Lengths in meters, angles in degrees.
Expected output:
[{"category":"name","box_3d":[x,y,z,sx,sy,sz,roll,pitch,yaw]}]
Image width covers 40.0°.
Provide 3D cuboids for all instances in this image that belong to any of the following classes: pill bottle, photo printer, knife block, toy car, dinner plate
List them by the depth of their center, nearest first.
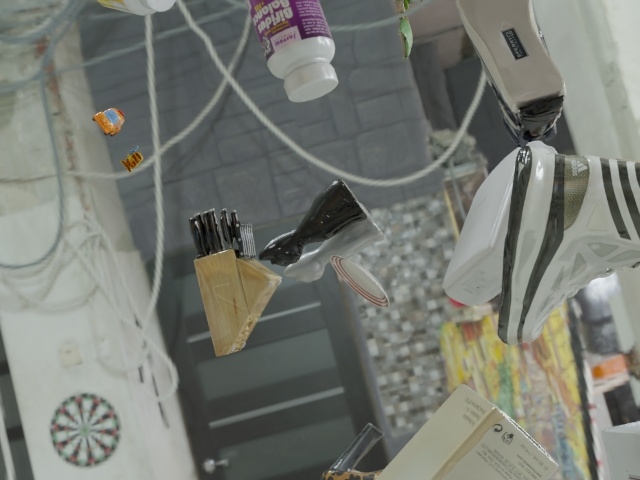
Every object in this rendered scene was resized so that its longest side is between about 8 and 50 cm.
[{"category":"toy car","box_3d":[-0.294,-0.153,1.320,0.040,0.122,0.060,-39,-15,4]},{"category":"dinner plate","box_3d":[0.074,0.071,1.592,0.017,0.141,0.141,-49,3,-14]},{"category":"pill bottle","box_3d":[-0.358,-0.489,1.685,0.184,0.103,0.103,23,22,40]},{"category":"photo printer","box_3d":[0.371,-0.043,1.785,0.107,0.307,0.256,27,-27,-4]},{"category":"knife block","box_3d":[-0.221,0.076,1.886,0.275,0.242,0.088,-60,-14,7]},{"category":"pill bottle","box_3d":[-0.064,-0.493,2.100,0.169,0.301,0.169,-19,-10,-3]}]

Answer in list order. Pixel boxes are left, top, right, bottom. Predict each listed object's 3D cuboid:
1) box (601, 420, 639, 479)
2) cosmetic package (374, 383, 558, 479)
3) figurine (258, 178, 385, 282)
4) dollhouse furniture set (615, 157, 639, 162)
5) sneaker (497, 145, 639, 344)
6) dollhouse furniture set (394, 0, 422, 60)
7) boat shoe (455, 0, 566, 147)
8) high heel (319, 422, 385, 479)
[{"category":"box","box_3d":[0.668,0.387,1.433,0.345,0.215,0.168,-7,-7,-16]},{"category":"cosmetic package","box_3d":[0.131,0.339,1.088,0.309,0.113,0.160,-47,5,-4]},{"category":"figurine","box_3d":[0.000,0.000,1.686,0.209,0.092,0.215,-36,-25,5]},{"category":"dollhouse furniture set","box_3d":[0.645,-0.083,1.792,0.123,0.151,0.144,2,25,-28]},{"category":"sneaker","box_3d":[0.398,0.040,1.285,0.257,0.169,0.447,5,-31,10]},{"category":"dollhouse furniture set","box_3d":[0.169,-0.412,1.602,0.058,0.151,0.076,-6,36,11]},{"category":"boat shoe","box_3d":[0.311,-0.315,1.476,0.127,0.340,0.158,-14,-25,4]},{"category":"high heel","box_3d":[0.128,0.487,1.624,0.186,0.261,0.093,-48,-24,-14]}]
